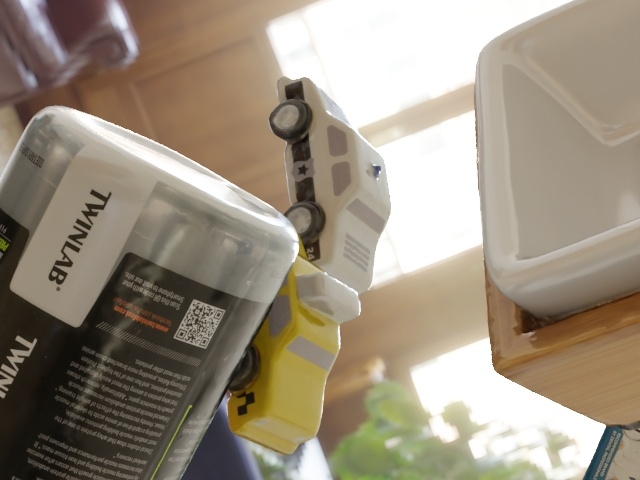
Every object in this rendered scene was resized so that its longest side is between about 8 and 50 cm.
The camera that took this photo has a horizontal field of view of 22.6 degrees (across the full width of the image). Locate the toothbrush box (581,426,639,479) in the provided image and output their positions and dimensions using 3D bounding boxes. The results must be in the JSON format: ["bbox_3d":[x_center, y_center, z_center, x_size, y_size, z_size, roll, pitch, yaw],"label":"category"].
[{"bbox_3d":[0.317,0.189,0.927,0.296,0.126,0.216,26,12,28],"label":"toothbrush box"}]

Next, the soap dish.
[{"bbox_3d":[0.216,-0.047,0.735,0.118,0.291,0.229,57,22,-32],"label":"soap dish"}]

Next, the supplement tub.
[{"bbox_3d":[-0.164,0.089,1.032,0.194,0.316,0.193,27,4,-2],"label":"supplement tub"}]

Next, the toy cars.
[{"bbox_3d":[0.000,0.000,1.226,0.176,0.087,0.393,64,24,-22],"label":"toy cars"}]
